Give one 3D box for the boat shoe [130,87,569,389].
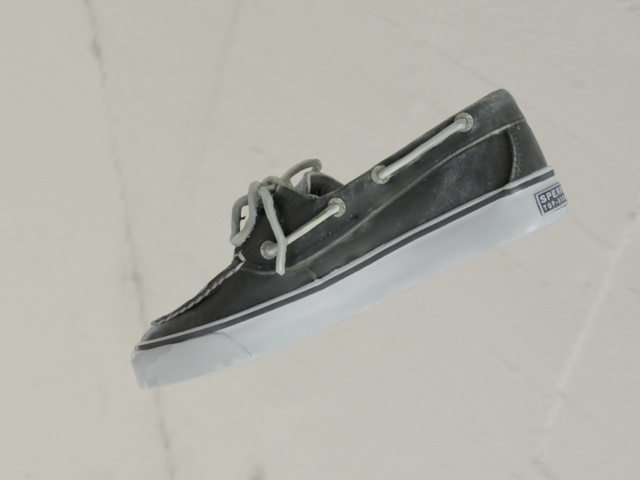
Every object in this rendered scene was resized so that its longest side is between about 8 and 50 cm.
[{"bbox_3d":[-0.001,0.000,0.961,0.306,0.113,0.105,-26,-92,26],"label":"boat shoe"}]
